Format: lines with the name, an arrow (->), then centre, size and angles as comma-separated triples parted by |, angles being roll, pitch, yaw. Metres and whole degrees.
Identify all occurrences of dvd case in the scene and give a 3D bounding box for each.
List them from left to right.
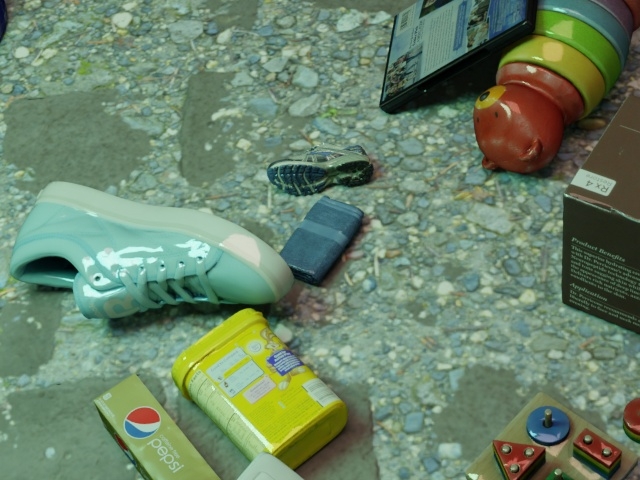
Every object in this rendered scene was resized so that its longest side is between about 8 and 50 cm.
dvd case -> 0.182, -0.284, 1.777 | 0.253, 0.022, 0.180 | -27, 40, 39

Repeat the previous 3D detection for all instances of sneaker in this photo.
sneaker -> -0.208, 0.044, 1.615 | 0.366, 0.135, 0.150 | 12, 61, 28
sneaker -> -0.002, -0.095, 1.740 | 0.135, 0.052, 0.058 | -4, 41, -4

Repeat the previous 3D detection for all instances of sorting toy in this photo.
sorting toy -> 0.237, 0.236, 1.431 | 0.132, 0.046, 0.274 | 34, 64, 30

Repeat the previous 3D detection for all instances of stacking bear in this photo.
stacking bear -> 0.289, -0.215, 1.719 | 0.175, 0.164, 0.289 | 0, 54, 56

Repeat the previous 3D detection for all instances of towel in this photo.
towel -> 0.000, 0.000, 1.669 | 0.067, 0.029, 0.119 | 21, 57, 24

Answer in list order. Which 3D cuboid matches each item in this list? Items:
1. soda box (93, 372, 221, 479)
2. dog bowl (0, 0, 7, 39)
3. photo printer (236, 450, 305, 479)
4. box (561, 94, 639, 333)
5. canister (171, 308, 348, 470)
soda box -> -0.174, 0.233, 1.487 | 0.058, 0.061, 0.181 | -33, 54, -18
dog bowl -> -0.598, -0.339, 1.988 | 0.265, 0.104, 0.265 | -4, 51, 5
photo printer -> -0.012, 0.383, 1.271 | 0.307, 0.107, 0.256 | 37, 60, 10
box -> 0.378, -0.016, 1.511 | 0.168, 0.203, 0.167 | 23, 58, 24
canister -> -0.067, 0.171, 1.514 | 0.126, 0.073, 0.170 | -36, 56, -19
